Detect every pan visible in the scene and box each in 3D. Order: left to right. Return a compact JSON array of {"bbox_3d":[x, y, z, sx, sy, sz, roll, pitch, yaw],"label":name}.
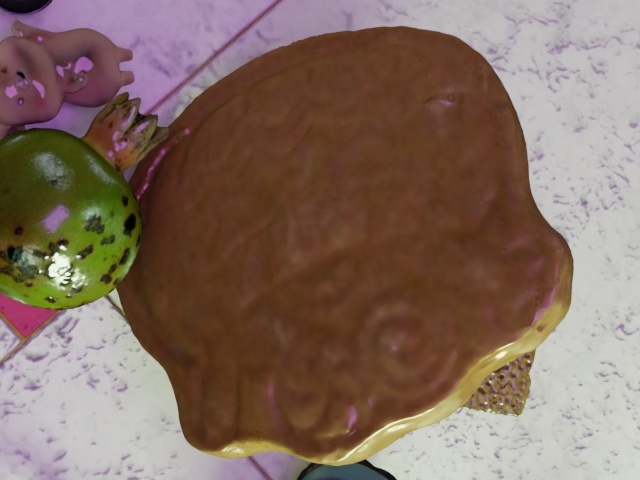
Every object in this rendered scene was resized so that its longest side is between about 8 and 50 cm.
[{"bbox_3d":[-0.279,-0.214,1.238,0.068,0.023,0.115,43,77,-18],"label":"pan"}]

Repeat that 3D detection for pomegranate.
[{"bbox_3d":[-0.214,-0.036,1.206,0.159,0.159,0.205,42,82,-17],"label":"pomegranate"}]

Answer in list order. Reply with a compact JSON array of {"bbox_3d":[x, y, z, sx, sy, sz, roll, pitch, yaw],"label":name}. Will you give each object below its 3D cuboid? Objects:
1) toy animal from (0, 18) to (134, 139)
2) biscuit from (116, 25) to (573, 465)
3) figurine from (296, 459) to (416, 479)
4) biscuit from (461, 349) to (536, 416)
[{"bbox_3d":[-0.234,-0.140,1.237,0.150,0.089,0.083,-13,64,-15],"label":"toy animal"},{"bbox_3d":[-0.001,-0.001,1.186,0.385,0.062,0.365,-28,66,17],"label":"biscuit"},{"bbox_3d":[0.001,0.317,1.336,0.138,0.110,0.246,33,86,-28],"label":"figurine"},{"bbox_3d":[0.108,0.097,1.394,0.230,0.025,0.131,13,90,-19],"label":"biscuit"}]
